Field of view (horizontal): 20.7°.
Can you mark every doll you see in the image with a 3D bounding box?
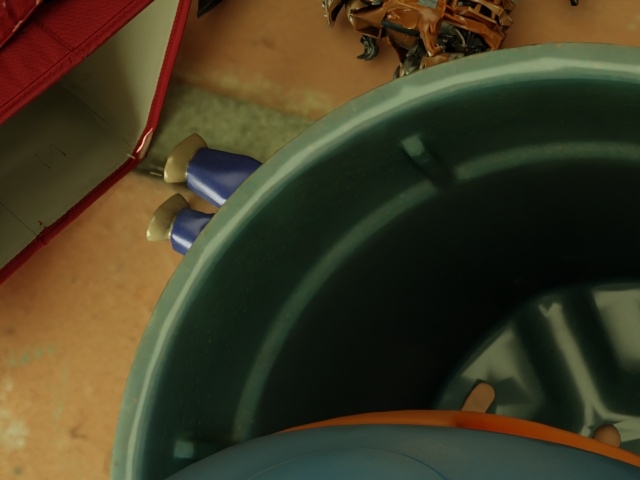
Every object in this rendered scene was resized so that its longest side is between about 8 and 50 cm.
[{"bbox_3d":[0.000,0.000,0.976,0.189,0.046,0.129,23,107,15],"label":"doll"}]

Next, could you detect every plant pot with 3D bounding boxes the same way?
[{"bbox_3d":[0.124,0.117,0.779,0.341,0.334,0.341,-2,82,15],"label":"plant pot"}]

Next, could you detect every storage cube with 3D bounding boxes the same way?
[{"bbox_3d":[-0.206,-0.102,0.932,0.193,0.215,0.183,39,59,10],"label":"storage cube"}]

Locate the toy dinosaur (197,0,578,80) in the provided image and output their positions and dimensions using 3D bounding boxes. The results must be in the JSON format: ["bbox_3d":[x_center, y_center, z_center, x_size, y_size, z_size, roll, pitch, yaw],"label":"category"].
[{"bbox_3d":[0.032,-0.198,0.971,0.218,0.164,0.321,-4,57,1],"label":"toy dinosaur"}]

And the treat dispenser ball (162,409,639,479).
[{"bbox_3d":[0.029,0.189,0.471,0.288,0.288,0.288,-2,82,15],"label":"treat dispenser ball"}]
